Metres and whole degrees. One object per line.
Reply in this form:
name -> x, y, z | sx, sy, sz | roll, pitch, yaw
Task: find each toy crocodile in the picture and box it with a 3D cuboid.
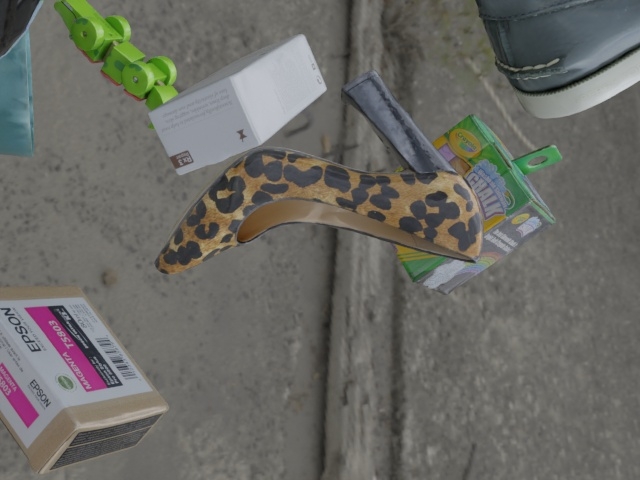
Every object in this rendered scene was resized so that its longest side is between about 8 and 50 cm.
toy crocodile -> -0.408, -0.366, 1.753 | 0.340, 0.105, 0.115 | 43, 28, 3

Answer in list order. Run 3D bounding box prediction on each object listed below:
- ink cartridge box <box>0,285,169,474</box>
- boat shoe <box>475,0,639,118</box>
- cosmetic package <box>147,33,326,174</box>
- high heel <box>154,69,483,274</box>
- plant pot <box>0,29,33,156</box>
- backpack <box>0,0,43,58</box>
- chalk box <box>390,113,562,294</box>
ink cartridge box -> -0.336, 0.167, 1.108 | 0.235, 0.088, 0.193 | 48, 15, 18
boat shoe -> 0.227, -0.198, 0.477 | 0.099, 0.319, 0.116 | 49, 11, -26
cosmetic package -> -0.089, -0.165, 1.012 | 0.086, 0.117, 0.231 | 66, 26, -14
high heel -> 0.000, 0.000, 0.734 | 0.186, 0.261, 0.093 | 54, 3, 9
plant pot -> -0.655, -0.297, 1.582 | 0.235, 0.293, 0.293 | -3, 75, -17
backpack -> -0.352, -0.282, 0.732 | 0.290, 0.356, 0.273 | -18, 59, -35
chalk box -> 0.182, -0.052, 1.016 | 0.132, 0.213, 0.132 | 60, 16, 23
